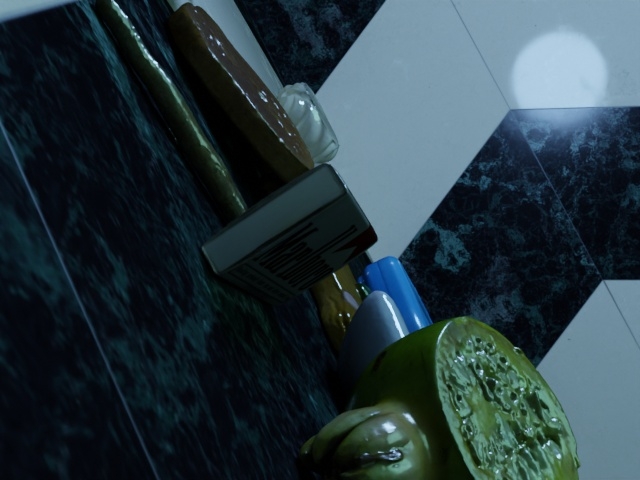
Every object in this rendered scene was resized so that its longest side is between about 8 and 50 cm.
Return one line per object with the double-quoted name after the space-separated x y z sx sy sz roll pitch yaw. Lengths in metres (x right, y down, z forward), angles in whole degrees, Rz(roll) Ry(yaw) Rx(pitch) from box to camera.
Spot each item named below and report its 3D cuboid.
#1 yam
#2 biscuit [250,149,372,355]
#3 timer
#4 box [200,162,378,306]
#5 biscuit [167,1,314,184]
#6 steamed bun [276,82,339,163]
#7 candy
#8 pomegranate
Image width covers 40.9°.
-0.118 -0.098 0.715 0.027 0.029 0.234 16 -38 59 "yam"
0.001 0.000 1.180 0.431 0.064 0.283 66 6 28 "biscuit"
0.177 0.211 1.575 0.340 0.115 0.309 59 9 -37 "timer"
-0.017 0.001 0.693 0.035 0.115 0.177 57 3 15 "box"
-0.098 -0.177 1.058 0.257 0.049 0.273 50 8 -21 "biscuit"
-0.040 -0.233 1.741 0.182 0.106 0.183 59 8 -14 "steamed bun"
0.067 0.154 0.876 0.174 0.071 0.138 -112 -152 -43 "candy"
0.085 0.181 0.670 0.190 0.159 0.241 52 32 -2 "pomegranate"
